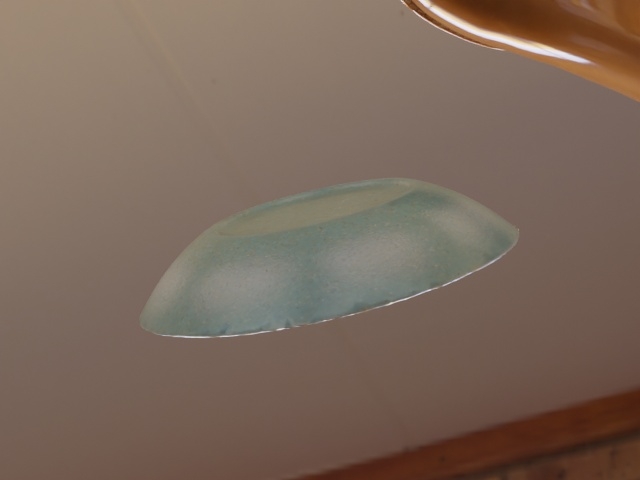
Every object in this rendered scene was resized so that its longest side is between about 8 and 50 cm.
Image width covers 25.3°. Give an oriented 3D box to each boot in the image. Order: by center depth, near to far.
[{"bbox_3d":[0.180,-0.101,0.769,0.283,0.220,0.109,20,-68,-17],"label":"boot"}]

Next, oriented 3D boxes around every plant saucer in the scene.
[{"bbox_3d":[0.000,0.000,0.713,0.194,0.195,0.037,-11,-80,9],"label":"plant saucer"}]
